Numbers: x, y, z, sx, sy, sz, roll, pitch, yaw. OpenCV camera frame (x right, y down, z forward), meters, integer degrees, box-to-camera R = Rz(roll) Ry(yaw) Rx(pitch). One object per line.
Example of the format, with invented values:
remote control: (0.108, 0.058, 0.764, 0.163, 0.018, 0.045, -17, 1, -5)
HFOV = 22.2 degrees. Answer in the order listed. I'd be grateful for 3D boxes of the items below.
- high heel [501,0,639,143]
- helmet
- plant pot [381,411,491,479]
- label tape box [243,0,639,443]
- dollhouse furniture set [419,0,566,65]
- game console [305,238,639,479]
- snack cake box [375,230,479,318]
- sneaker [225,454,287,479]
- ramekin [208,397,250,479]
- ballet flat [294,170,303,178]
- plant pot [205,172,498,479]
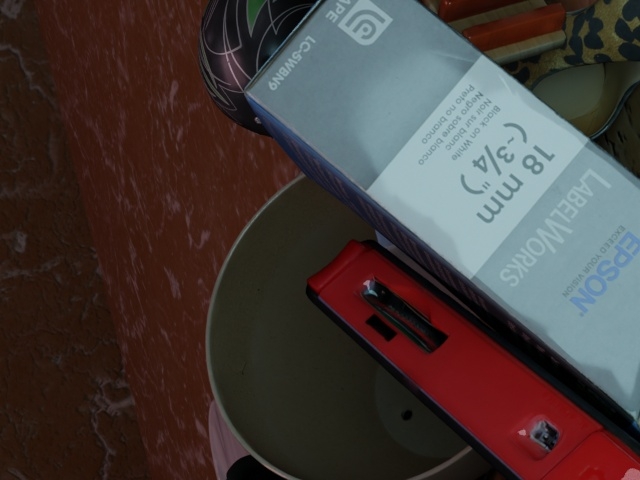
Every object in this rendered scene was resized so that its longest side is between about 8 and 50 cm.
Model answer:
high heel: (0.187, -0.086, 1.045, 0.186, 0.093, 0.261, -121, 29, -45)
helmet: (-0.037, -0.183, 1.535, 0.169, 0.161, 0.169, 165, 90, -73)
plant pot: (0.052, 0.155, 1.537, 0.187, 0.188, 0.167, 100, 161, -54)
label tape box: (0.129, 0.008, 0.932, 0.333, 0.106, 0.240, 41, 180, 11)
dollhouse furniture set: (0.105, -0.232, 0.901, 0.259, 0.262, 0.135, 99, 148, -55)
game console: (0.171, 0.155, 0.968, 0.342, 0.060, 0.386, 42, 179, -31)
snack cake box: (0.083, -0.088, 1.190, 0.152, 0.089, 0.264, 52, -156, -60)
sneaker: (0.016, 0.283, 1.351, 0.330, 0.130, 0.147, 28, 140, 43)
ramekin: (-0.034, 0.302, 1.992, 0.273, 0.127, 0.273, 164, 90, -72)
ballet flat: (0.000, 0.000, 1.667, 0.316, 0.106, 0.107, 97, 152, -50)
plant pot: (0.075, 0.090, 1.321, 0.191, 0.284, 0.284, 44, -164, -56)
